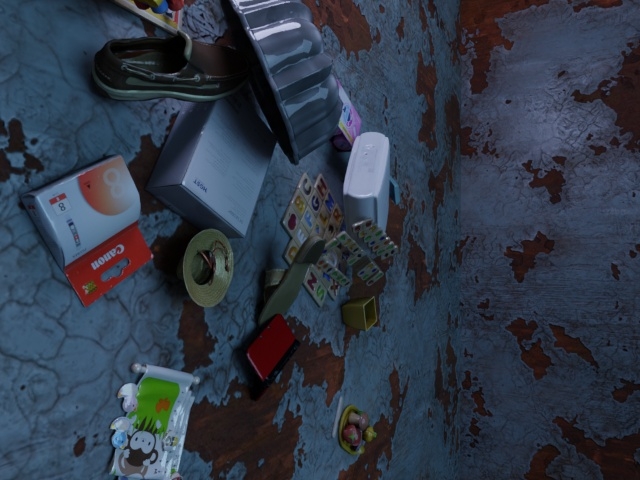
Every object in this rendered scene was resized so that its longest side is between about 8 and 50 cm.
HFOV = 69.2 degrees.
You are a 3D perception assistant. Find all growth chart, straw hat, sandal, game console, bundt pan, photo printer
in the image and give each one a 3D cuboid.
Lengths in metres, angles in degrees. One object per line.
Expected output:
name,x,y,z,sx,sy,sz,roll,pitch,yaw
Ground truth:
growth chart,-0.273,0.325,0.766,0.172,0.021,0.237,25,67,-56
straw hat,-0.218,0.048,0.823,0.144,0.061,0.144,-1,90,-66
sandal,-0.084,0.077,1.037,0.240,0.079,0.088,-57,150,10
game console,-0.116,0.256,1.018,0.144,0.085,0.124,-46,172,-50
bundt pan,-0.061,-0.311,0.852,0.331,0.124,0.331,156,-90,-85
photo printer,0.137,-0.111,1.330,0.307,0.107,0.256,81,19,-51

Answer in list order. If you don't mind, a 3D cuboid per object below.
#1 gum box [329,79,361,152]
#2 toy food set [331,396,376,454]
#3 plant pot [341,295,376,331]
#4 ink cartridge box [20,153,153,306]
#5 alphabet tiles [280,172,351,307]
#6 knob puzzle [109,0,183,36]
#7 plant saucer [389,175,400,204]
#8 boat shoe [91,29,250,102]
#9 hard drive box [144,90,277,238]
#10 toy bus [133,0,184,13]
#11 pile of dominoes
gum box,0.044,-0.342,1.283,0.188,0.062,0.107,44,53,-52
toy food set,0.114,0.565,1.386,0.218,0.071,0.128,55,45,-45
plant pot,0.110,0.213,1.371,0.081,0.083,0.081,-25,112,-57
ink cartridge box,-0.316,-0.015,0.672,0.145,0.045,0.179,-49,128,-48
alphabet tiles,0.000,0.000,1.255,0.342,0.011,0.285,59,42,-42
knob puzzle,-0.282,-0.459,0.749,0.213,0.030,0.213,2,88,-60
plant saucer,0.215,-0.176,1.453,0.192,0.018,0.067,-104,-178,-63
boat shoe,-0.210,-0.271,0.716,0.257,0.095,0.095,-24,83,-37
hard drive box,-0.187,-0.145,0.851,0.181,0.089,0.232,47,50,-49
toy bus,-0.277,-0.405,0.620,0.149,0.220,0.211,-63,166,-18
pile of dominoes,0.107,0.048,1.258,0.251,0.196,0.040,41,13,-53
